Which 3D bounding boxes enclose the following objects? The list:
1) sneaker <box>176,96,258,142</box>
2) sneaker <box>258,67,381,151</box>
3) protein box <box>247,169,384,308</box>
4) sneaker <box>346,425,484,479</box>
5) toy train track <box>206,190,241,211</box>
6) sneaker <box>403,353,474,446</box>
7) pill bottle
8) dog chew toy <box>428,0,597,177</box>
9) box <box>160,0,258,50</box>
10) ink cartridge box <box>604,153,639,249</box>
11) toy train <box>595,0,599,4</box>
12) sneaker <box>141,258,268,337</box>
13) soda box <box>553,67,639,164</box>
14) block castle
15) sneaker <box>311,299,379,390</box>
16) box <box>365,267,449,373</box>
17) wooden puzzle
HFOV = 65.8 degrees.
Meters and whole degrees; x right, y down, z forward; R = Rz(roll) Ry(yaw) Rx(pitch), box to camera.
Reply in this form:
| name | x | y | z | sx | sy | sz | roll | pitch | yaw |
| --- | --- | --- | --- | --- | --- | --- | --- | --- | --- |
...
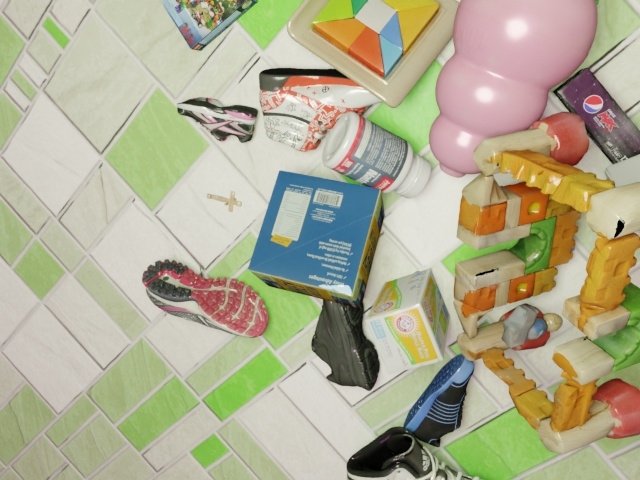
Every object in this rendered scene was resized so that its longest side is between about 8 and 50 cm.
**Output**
| name | x | y | z | sx | sy | sz | roll | pitch | yaw |
| --- | --- | --- | --- | --- | --- | --- | --- | --- | --- |
| sneaker | -0.217 | -0.243 | 1.021 | 0.178 | 0.072 | 0.077 | 18 | 121 | 18 |
| sneaker | 0.019 | -0.245 | 0.940 | 0.270 | 0.090 | 0.144 | 4 | 122 | 7 |
| protein box | 0.000 | 0.000 | 0.938 | 0.200 | 0.136 | 0.201 | 12 | 76 | 14 |
| sneaker | 0.257 | 0.522 | 1.002 | 0.448 | 0.169 | 0.257 | -2 | 124 | 20 |
| toy train track | -0.215 | -0.089 | 1.092 | 0.083 | 0.014 | 0.048 | 15 | 109 | 14 |
| sneaker | 0.266 | 0.337 | 1.031 | 0.091 | 0.081 | 0.232 | 31 | 119 | 4 |
| pill bottle | 0.105 | -0.147 | 0.896 | 0.180 | 0.108 | 0.107 | 23 | 114 | -20 |
| dog chew toy | 0.281 | -0.255 | 0.795 | 0.207 | 0.206 | 0.331 | 26 | 119 | 9 |
| box | -0.250 | -0.518 | 0.963 | 0.159 | 0.044 | 0.233 | -31 | 95 | 23 |
| ink cartridge box | 0.575 | -0.084 | 0.778 | 0.191 | 0.082 | 0.139 | -24 | 126 | 23 |
| toy train | 0.450 | -0.405 | 0.790 | 0.024 | 0.017 | 0.083 | 44 | 114 | 12 |
| sneaker | -0.257 | 0.141 | 1.130 | 0.299 | 0.120 | 0.112 | 23 | 140 | 9 |
| soda box | 0.466 | -0.203 | 0.822 | 0.060 | 0.053 | 0.169 | -39 | 92 | 23 |
| block castle | 0.381 | 0.060 | 0.753 | 0.213 | 0.303 | 0.452 | -14 | 121 | -16 |
| sneaker | 0.031 | 0.189 | 1.050 | 0.130 | 0.109 | 0.286 | -9 | 100 | 28 |
| box | 0.171 | 0.145 | 0.934 | 0.103 | 0.203 | 0.114 | -21 | 98 | 22 |
| wooden puzzle | 0.097 | -0.378 | 0.846 | 0.239 | 0.044 | 0.221 | 37 | 84 | 3 |
